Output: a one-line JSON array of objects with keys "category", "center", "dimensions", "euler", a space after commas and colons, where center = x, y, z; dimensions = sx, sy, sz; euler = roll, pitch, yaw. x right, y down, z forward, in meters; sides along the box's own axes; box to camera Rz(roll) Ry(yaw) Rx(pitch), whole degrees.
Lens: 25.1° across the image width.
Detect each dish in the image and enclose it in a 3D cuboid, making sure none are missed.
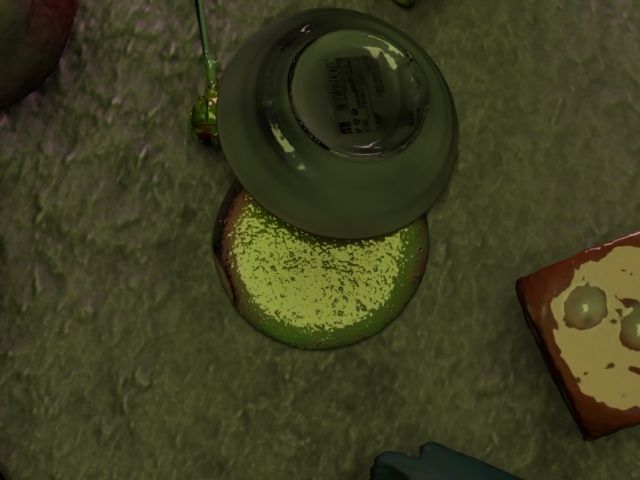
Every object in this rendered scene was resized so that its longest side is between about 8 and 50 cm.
[{"category": "dish", "center": [0.029, -0.136, 1.461], "dimensions": [0.260, 0.085, 0.260], "euler": [5, 71, -13]}]

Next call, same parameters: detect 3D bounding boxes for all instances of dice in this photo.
[{"category": "dice", "center": [0.298, 0.091, 1.399], "dimensions": [0.174, 0.175, 0.179], "euler": [-20, 85, 3]}]

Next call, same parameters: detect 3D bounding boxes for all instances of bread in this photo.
[{"category": "bread", "center": [0.000, 0.000, 1.492], "dimensions": [0.229, 0.033, 0.228], "euler": [0, 79, 0]}]

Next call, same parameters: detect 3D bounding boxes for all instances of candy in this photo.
[{"category": "candy", "center": [-0.120, -0.187, 1.522], "dimensions": [0.058, 0.062, 0.193], "euler": [-18, 69, 20]}]

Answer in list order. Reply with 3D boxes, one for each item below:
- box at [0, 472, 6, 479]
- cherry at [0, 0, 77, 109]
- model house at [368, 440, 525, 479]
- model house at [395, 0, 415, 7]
[{"category": "box", "center": [-0.466, 0.222, 1.331], "dimensions": [0.290, 0.289, 0.073], "euler": [-25, 49, -4]}, {"category": "cherry", "center": [-0.410, -0.252, 1.385], "dimensions": [0.335, 0.326, 0.291], "euler": [-11, 58, -9]}, {"category": "model house", "center": [0.142, 0.420, 1.316], "dimensions": [0.360, 0.297, 0.339], "euler": [22, 111, 3]}, {"category": "model house", "center": [0.126, -0.395, 1.515], "dimensions": [0.234, 0.175, 0.193], "euler": [-37, 81, -17]}]
